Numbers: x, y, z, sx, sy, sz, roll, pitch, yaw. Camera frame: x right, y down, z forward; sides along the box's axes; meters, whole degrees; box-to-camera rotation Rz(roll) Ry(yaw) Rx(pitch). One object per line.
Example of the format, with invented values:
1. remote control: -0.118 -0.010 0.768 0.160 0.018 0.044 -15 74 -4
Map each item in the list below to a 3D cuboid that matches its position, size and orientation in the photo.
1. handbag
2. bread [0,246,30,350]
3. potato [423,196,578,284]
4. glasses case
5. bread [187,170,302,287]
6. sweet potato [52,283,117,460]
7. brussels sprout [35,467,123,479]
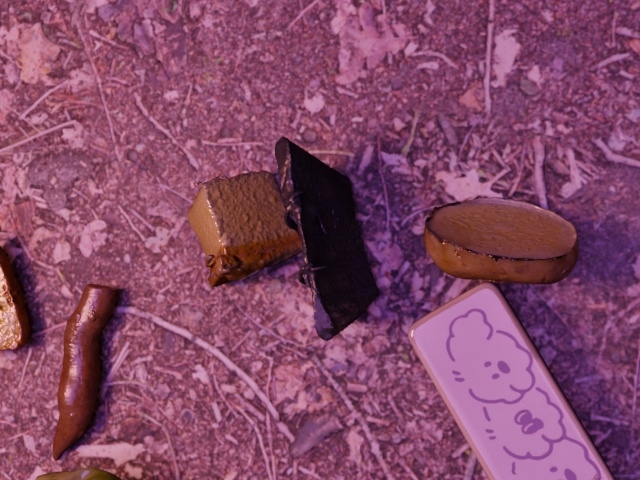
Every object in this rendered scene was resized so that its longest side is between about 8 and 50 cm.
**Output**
1. handbag: 0.000 0.000 1.189 0.088 0.175 0.270 -16 82 15
2. bread: -0.518 0.088 1.362 0.103 0.065 0.187 -24 90 2
3. potato: 0.235 0.014 1.159 0.200 0.164 0.081 8 121 20
4. glasses case: 0.256 0.227 1.166 0.144 0.076 0.336 -33 80 11
5. bread: -0.113 -0.016 1.278 0.152 0.127 0.147 -16 80 -21
6. sweet potato: -0.365 0.205 1.331 0.067 0.059 0.281 11 89 23
7. brussels sprout: -0.320 0.517 1.119 0.361 0.425 0.342 19 118 14
